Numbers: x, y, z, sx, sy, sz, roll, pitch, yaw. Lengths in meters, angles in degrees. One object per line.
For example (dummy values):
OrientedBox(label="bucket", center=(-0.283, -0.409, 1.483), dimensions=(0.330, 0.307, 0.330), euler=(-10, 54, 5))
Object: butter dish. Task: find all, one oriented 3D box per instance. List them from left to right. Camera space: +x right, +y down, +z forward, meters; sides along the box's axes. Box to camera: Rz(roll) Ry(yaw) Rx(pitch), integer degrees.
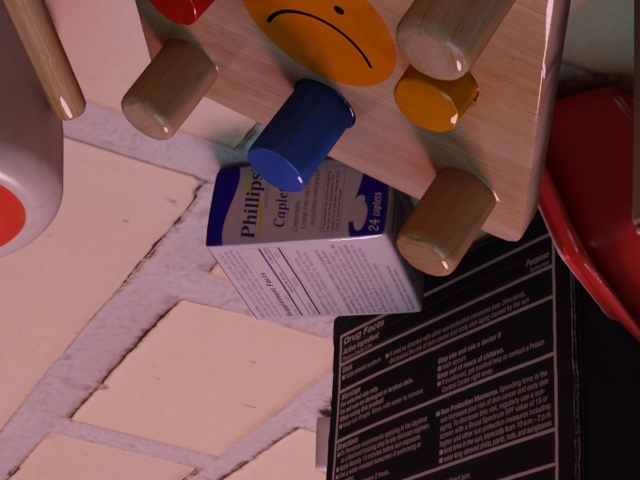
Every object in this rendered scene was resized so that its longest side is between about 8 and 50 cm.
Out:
OrientedBox(label="butter dish", center=(0.207, -0.033, 0.927), dimensions=(0.118, 0.160, 0.160), euler=(-30, 141, 14))

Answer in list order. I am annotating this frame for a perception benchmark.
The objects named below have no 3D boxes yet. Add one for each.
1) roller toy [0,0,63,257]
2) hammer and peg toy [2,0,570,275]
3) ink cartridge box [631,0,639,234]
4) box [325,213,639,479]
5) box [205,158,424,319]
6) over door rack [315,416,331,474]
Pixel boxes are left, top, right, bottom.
OrientedBox(label="roller toy", center=(-0.262, -0.079, 0.906), dimensions=(0.209, 0.146, 0.191), euler=(-16, 153, 22))
OrientedBox(label="hammer and peg toy", center=(-0.041, -0.140, 0.754), dimensions=(0.361, 0.127, 0.266), euler=(26, 155, 18))
OrientedBox(label="ink cartridge box", center=(0.267, -0.055, 0.756), dimensions=(0.234, 0.193, 0.088), euler=(28, 144, -35))
OrientedBox(label="box", center=(0.156, 0.171, 1.124), dimensions=(0.182, 0.294, 0.296), euler=(22, 147, -31))
OrientedBox(label="box", center=(0.000, 0.000, 1.074), dimensions=(0.137, 0.072, 0.126), euler=(-4, 150, 16))
OrientedBox(label="over door rack", center=(0.146, 0.289, 1.527), dimensions=(0.239, 0.108, 0.324), euler=(-5, 149, 17))
